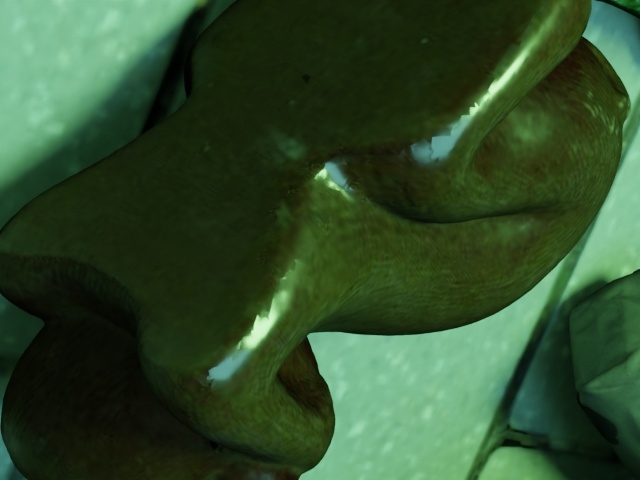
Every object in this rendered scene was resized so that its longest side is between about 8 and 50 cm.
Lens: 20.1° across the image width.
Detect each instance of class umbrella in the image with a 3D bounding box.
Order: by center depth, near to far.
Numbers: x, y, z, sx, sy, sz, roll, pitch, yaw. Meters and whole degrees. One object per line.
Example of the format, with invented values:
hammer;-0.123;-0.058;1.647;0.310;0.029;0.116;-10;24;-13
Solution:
umbrella;0.209;0.131;0.864;0.337;0.067;0.073;50;39;-39

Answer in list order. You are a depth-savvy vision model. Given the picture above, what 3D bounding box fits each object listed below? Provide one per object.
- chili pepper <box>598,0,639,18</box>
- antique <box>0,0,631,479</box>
chili pepper;0.118;-0.128;0.680;0.108;0.062;0.216;-20;137;19
antique;0.000;0.000;0.629;0.257;0.121;0.143;-44;143;-17
